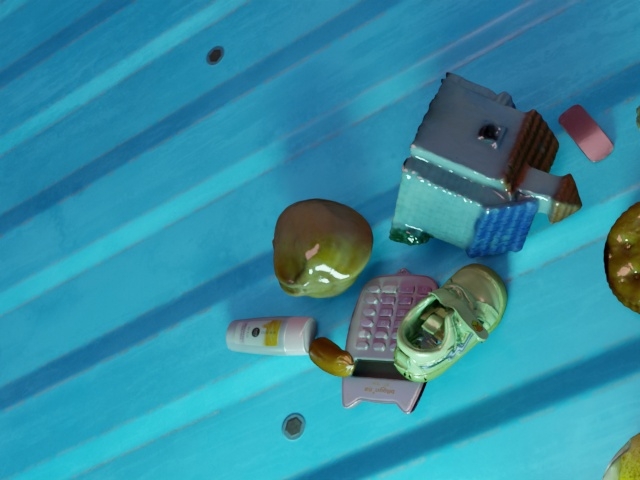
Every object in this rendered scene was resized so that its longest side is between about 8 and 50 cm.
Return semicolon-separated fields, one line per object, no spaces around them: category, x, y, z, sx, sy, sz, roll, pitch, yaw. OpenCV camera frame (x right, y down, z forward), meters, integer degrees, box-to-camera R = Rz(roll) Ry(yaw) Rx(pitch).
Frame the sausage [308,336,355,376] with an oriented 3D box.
sausage;0.019;0.231;1.980;0.183;0.054;0.062;-156;53;-67

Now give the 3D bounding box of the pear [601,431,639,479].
pear;0.522;0.375;1.566;0.178;0.178;0.178;-13;63;28

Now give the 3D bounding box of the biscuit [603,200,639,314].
biscuit;0.587;0.025;1.719;0.220;0.066;0.220;-20;53;29

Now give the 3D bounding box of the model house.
model house;0.332;-0.118;1.889;0.329;0.252;0.295;18;55;14

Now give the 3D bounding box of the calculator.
calculator;0.141;0.193;1.965;0.194;0.043;0.294;-1;66;33

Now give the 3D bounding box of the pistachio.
pistachio;0.000;0.000;2.070;0.212;0.163;0.260;-18;45;2

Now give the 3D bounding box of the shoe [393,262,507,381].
shoe;0.242;0.153;1.852;0.262;0.128;0.140;-45;74;-7

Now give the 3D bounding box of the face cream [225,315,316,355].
face cream;-0.104;0.199;2.104;0.198;0.057;0.084;-4;64;32

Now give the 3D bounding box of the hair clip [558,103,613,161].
hair clip;0.502;-0.206;1.914;0.054;0.022;0.137;-36;55;11

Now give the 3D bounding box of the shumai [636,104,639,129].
shumai;0.665;-0.224;1.673;0.225;0.260;0.222;32;112;9
